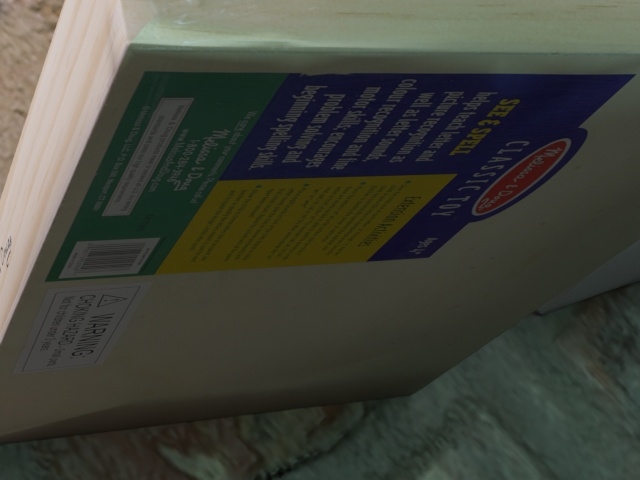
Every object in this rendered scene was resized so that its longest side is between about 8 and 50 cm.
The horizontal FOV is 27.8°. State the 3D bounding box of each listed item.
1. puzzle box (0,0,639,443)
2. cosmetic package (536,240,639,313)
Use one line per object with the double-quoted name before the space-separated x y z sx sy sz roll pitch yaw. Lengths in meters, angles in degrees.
"puzzle box" 0.000 0.000 0.555 0.272 0.409 0.052 -3 68 -24
"cosmetic package" 0.317 -0.138 0.842 0.453 0.161 0.230 -17 75 -16
